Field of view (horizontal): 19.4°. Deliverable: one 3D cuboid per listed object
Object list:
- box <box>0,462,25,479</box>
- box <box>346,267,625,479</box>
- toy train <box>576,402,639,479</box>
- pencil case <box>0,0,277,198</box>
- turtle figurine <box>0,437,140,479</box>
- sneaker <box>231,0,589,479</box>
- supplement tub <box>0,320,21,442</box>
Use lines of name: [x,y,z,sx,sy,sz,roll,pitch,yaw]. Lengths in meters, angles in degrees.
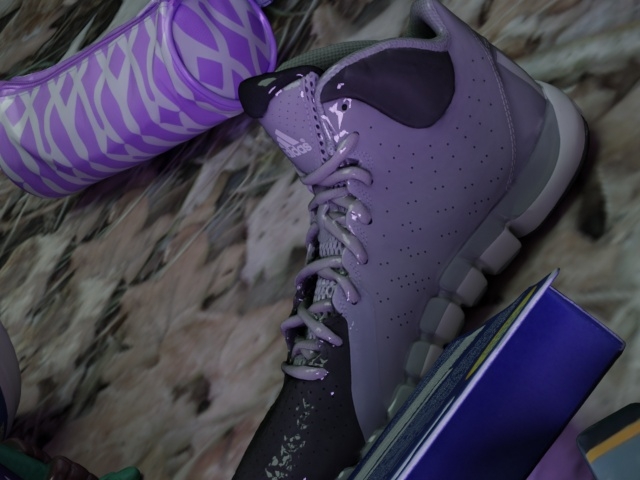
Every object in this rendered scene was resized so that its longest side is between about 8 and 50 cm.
box: [-0.113,0.192,0.589,0.103,0.184,0.261,-40,26,15]
box: [0.028,0.082,0.582,0.136,0.036,0.225,-52,-4,-8]
toy train: [0.122,0.136,0.362,0.190,0.142,0.334,-32,24,6]
pencil case: [-0.117,-0.090,1.116,0.206,0.088,0.086,-24,32,43]
turtle figurine: [-0.164,0.064,0.795,0.118,0.234,0.175,-49,25,-1]
sneaker: [0.000,0.000,0.741,0.228,0.132,0.086,-57,26,-17]
supplement tub: [-0.310,0.151,0.909,0.235,0.235,0.324,-23,35,44]
